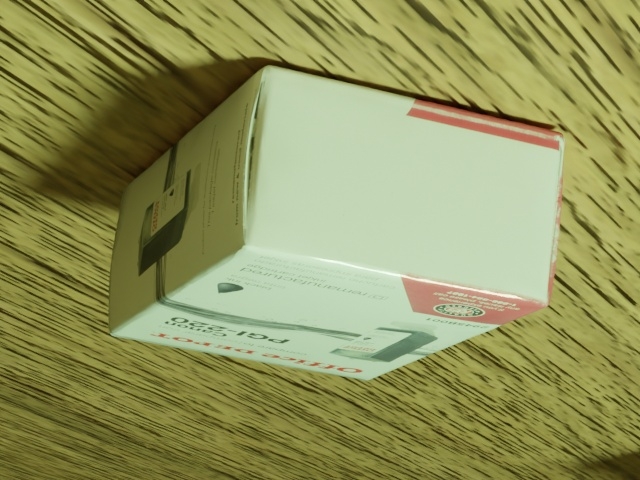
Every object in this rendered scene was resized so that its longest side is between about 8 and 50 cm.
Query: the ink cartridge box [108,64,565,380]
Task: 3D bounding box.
[{"bbox_3d":[0.000,0.000,0.973,0.158,0.092,0.218,11,164,-19],"label":"ink cartridge box"}]
